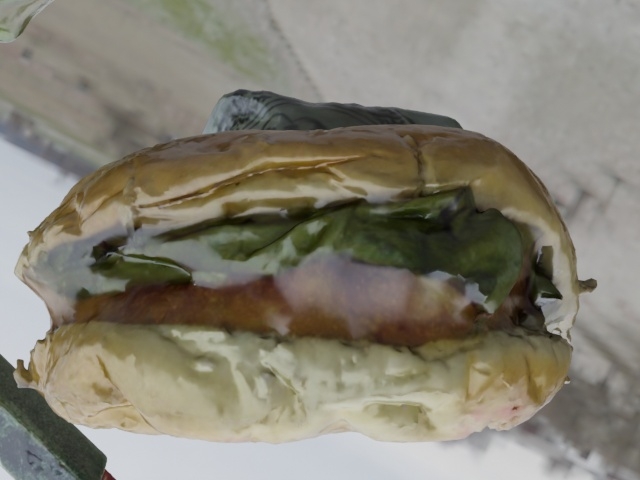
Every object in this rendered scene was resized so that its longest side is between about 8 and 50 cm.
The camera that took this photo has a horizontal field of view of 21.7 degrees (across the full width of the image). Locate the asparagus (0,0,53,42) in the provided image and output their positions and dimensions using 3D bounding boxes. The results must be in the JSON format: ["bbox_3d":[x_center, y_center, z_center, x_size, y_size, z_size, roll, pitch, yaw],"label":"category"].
[{"bbox_3d":[-0.248,-0.135,1.052,0.067,0.277,0.060,62,-156,-12],"label":"asparagus"}]

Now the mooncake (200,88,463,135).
[{"bbox_3d":[-0.002,-0.003,1.451,0.254,0.250,0.136,7,155,12],"label":"mooncake"}]

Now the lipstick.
[{"bbox_3d":[-0.218,0.085,1.031,0.312,0.051,0.051,44,-147,2],"label":"lipstick"}]

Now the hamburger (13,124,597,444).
[{"bbox_3d":[0.023,0.019,0.867,0.330,0.162,0.209,2,178,-23],"label":"hamburger"}]
